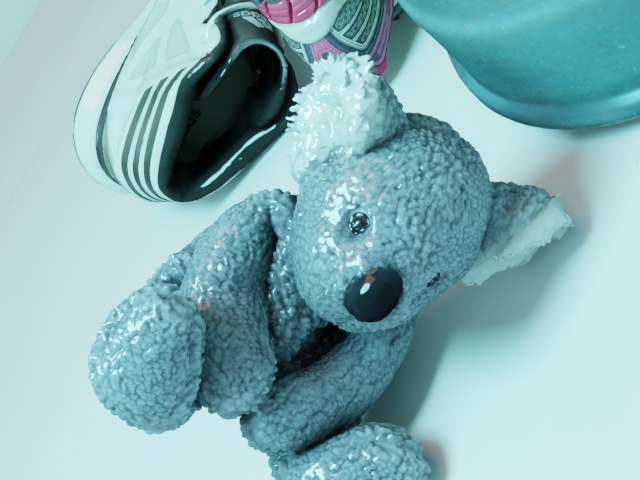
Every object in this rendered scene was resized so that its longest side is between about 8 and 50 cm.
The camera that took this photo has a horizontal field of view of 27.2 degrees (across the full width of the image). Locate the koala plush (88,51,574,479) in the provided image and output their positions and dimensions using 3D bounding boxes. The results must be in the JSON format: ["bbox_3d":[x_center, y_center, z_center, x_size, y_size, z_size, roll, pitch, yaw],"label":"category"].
[{"bbox_3d":[0.013,0.012,0.748,0.221,0.196,0.203,-51,13,27],"label":"koala plush"}]

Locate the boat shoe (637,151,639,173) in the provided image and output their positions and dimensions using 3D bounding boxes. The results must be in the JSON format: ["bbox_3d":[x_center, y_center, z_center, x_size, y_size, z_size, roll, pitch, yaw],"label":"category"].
[{"bbox_3d":[0.241,-0.102,0.555,0.258,0.084,0.095,-52,25,16],"label":"boat shoe"}]

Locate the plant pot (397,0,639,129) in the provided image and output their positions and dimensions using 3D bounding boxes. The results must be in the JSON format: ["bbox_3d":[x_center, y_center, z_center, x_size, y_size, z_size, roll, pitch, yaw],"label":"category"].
[{"bbox_3d":[0.083,-0.283,0.700,0.341,0.334,0.341,-31,45,37],"label":"plant pot"}]

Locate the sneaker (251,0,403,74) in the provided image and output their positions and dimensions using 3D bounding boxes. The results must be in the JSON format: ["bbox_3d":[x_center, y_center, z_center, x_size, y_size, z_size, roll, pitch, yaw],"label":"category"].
[{"bbox_3d":[0.022,-0.236,1.103,0.121,0.112,0.299,-19,32,32],"label":"sneaker"}]

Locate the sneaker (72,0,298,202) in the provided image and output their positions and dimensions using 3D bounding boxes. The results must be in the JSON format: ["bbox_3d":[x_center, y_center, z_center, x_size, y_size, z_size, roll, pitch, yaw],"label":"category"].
[{"bbox_3d":[-0.061,-0.232,1.232,0.257,0.169,0.447,22,90,57],"label":"sneaker"}]
